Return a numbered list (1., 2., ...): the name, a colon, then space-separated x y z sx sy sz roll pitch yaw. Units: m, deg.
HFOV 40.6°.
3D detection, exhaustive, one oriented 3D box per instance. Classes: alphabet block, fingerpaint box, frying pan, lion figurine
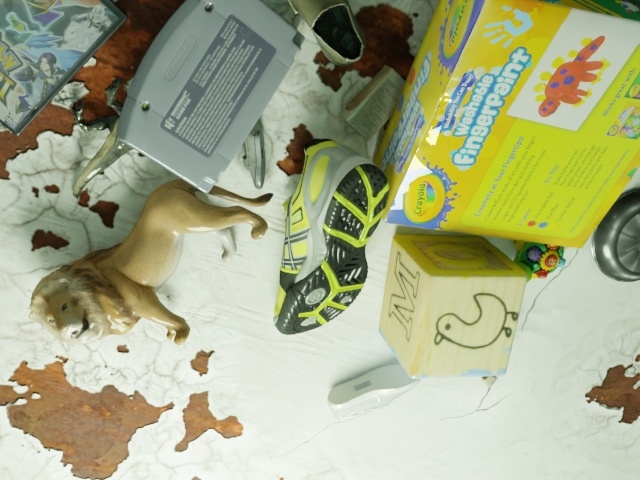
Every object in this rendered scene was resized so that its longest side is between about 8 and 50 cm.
1. alphabet block: 0.227 0.112 1.533 0.192 0.193 0.197 0 111 -18
2. fingerpaint box: 0.325 -0.208 1.339 0.371 0.163 0.445 6 137 -13
3. frying pan: 0.644 0.049 1.710 0.197 0.053 0.326 -24 113 -5
4. lion figurine: -0.272 0.022 1.404 0.240 0.142 0.392 37 84 -18

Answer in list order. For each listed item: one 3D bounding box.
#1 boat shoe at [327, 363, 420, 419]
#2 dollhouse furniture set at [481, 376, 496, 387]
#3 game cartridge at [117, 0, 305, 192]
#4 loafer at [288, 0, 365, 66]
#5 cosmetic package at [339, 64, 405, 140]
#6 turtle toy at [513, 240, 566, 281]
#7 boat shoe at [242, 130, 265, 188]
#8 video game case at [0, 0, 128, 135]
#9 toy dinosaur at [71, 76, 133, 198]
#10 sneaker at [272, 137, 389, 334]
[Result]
1. boat shoe: 0.106 0.293 1.646 0.184 0.066 0.063 -22 130 -9
2. dollhouse furniture set: 0.350 0.227 1.684 0.114 0.091 0.081 -47 131 2
3. game cartridge: -0.171 -0.242 1.313 0.196 0.060 0.294 34 88 -38
4. loafer: 0.001 -0.375 1.328 0.094 0.087 0.251 -38 116 2
5. cosmetic package: 0.094 -0.229 1.439 0.115 0.041 0.060 -46 116 5
6. turtle toy: 0.406 0.036 1.622 0.130 0.066 0.095 -32 116 -2
7. boat shoe: -0.112 -0.133 1.428 0.035 0.035 0.100 4 117 12
8. video game case: -0.464 -0.330 1.243 0.248 0.035 0.275 -45 116 5
9. toy dinosaur: -0.312 -0.180 1.336 0.268 0.064 0.118 -37 123 4
10. sneaker: 0.000 0.000 1.464 0.145 0.147 0.385 -7 133 -36
